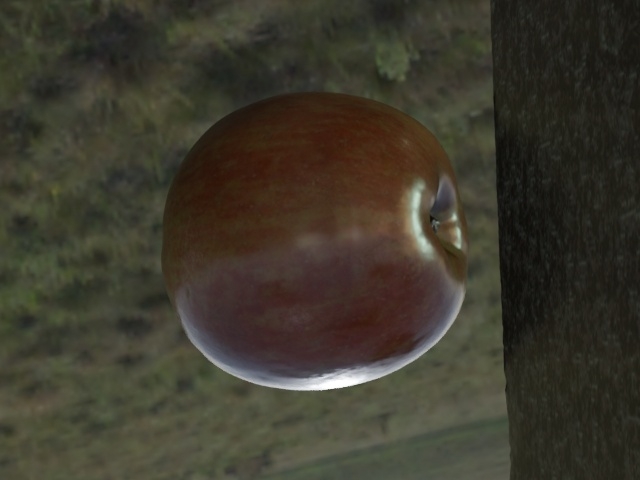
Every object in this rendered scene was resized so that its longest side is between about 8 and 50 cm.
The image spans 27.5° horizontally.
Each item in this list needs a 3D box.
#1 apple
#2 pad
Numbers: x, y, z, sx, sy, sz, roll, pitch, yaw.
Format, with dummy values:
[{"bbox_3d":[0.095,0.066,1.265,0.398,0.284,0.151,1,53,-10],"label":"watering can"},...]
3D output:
[{"bbox_3d":[0.000,0.000,0.815,0.174,0.188,0.188,-8,170,19],"label":"apple"},{"bbox_3d":[0.077,-0.033,0.417,0.003,0.235,0.158,0,174,-7],"label":"pad"}]
